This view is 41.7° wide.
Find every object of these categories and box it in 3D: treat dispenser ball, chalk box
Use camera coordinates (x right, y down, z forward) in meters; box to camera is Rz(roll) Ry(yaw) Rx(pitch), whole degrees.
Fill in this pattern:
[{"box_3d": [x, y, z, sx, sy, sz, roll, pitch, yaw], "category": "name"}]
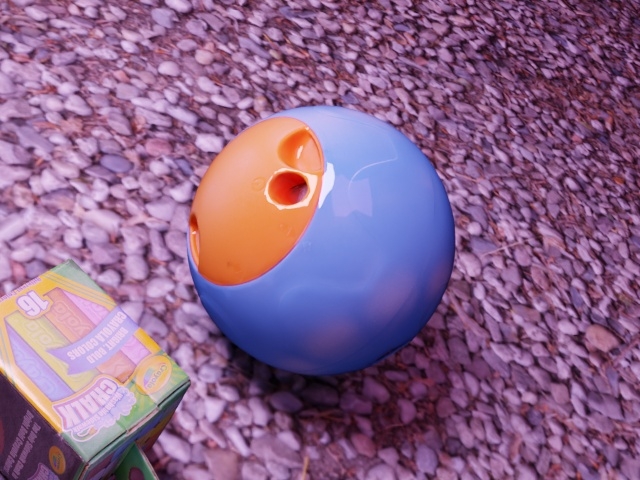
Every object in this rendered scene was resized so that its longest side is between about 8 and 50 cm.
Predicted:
[{"box_3d": [0.000, 0.000, 0.906, 0.288, 0.288, 0.288, 18, 44, -18], "category": "treat dispenser ball"}, {"box_3d": [-0.212, 0.149, 0.746, 0.213, 0.132, 0.132, 43, 42, 8], "category": "chalk box"}]
